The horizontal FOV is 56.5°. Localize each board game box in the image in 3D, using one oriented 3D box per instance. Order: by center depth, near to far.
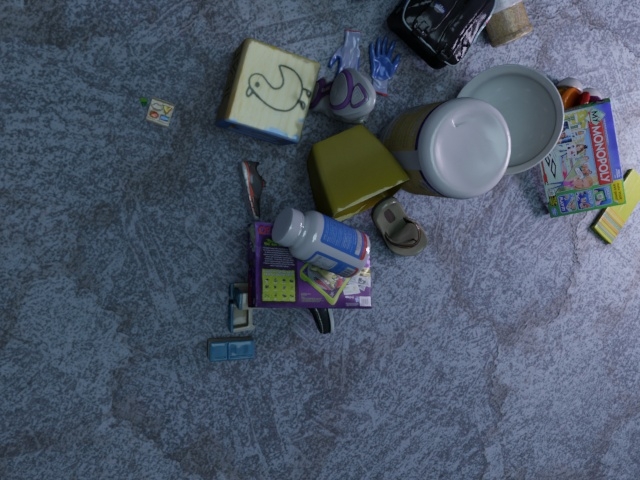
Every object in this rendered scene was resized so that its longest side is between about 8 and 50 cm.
[{"bbox_3d":[-0.021,0.069,1.510,0.347,0.056,0.208,5,82,-33],"label":"board game box"},{"bbox_3d":[0.750,-0.233,1.734,0.214,0.046,0.317,-12,114,23],"label":"board game box"}]

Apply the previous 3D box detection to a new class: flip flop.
[{"bbox_3d":[0.225,-0.025,1.616,0.112,0.080,0.277,-45,142,-2],"label":"flip flop"}]

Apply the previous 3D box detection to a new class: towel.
[{"bbox_3d":[0.964,-0.109,1.916,0.102,0.021,0.237,37,85,-24],"label":"towel"}]

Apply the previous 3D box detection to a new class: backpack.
[{"bbox_3d":[0.321,-0.602,1.559,0.225,0.191,0.253,35,94,-21],"label":"backpack"}]

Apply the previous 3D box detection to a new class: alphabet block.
[{"bbox_3d":[-0.133,-0.353,1.452,0.193,0.193,0.197,14,93,-20],"label":"alphabet block"}]

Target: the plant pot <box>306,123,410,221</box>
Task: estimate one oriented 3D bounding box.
[{"bbox_3d":[0.072,-0.171,1.536,0.212,0.212,0.187,-26,85,-11],"label":"plant pot"}]

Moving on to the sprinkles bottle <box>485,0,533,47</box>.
[{"bbox_3d":[0.464,-0.716,1.625,0.121,0.121,0.355,-29,105,-12],"label":"sprinkles bottle"}]

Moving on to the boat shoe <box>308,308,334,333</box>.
[{"bbox_3d":[-0.044,0.115,1.590,0.091,0.114,0.302,-18,90,-15],"label":"boat shoe"}]

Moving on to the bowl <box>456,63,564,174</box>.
[{"bbox_3d":[0.523,-0.332,1.658,0.298,0.134,0.297,4,100,26],"label":"bowl"}]

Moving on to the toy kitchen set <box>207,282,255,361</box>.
[{"bbox_3d":[-0.218,0.218,1.514,0.122,0.166,0.207,-1,97,-17],"label":"toy kitchen set"}]

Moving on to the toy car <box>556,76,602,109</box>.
[{"bbox_3d":[0.765,-0.388,1.754,0.182,0.136,0.159,20,91,-19],"label":"toy car"}]

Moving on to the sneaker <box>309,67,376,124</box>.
[{"bbox_3d":[0.082,-0.345,1.463,0.152,0.305,0.114,17,98,-24],"label":"sneaker"}]

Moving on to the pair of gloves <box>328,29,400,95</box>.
[{"bbox_3d":[0.119,-0.479,1.602,0.198,0.023,0.159,7,95,-19],"label":"pair of gloves"}]

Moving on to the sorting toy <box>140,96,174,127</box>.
[{"bbox_3d":[-0.407,-0.320,1.465,0.083,0.012,0.062,17,92,-19],"label":"sorting toy"}]

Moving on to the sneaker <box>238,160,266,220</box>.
[{"bbox_3d":[-0.165,-0.131,1.542,0.065,0.061,0.157,-13,102,-22],"label":"sneaker"}]

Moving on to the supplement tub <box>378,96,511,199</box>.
[{"bbox_3d":[0.298,-0.232,1.527,0.241,0.331,0.240,-2,98,-17],"label":"supplement tub"}]

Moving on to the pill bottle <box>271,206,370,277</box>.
[{"bbox_3d":[0.000,0.000,1.434,0.222,0.124,0.124,24,90,-29],"label":"pill bottle"}]
